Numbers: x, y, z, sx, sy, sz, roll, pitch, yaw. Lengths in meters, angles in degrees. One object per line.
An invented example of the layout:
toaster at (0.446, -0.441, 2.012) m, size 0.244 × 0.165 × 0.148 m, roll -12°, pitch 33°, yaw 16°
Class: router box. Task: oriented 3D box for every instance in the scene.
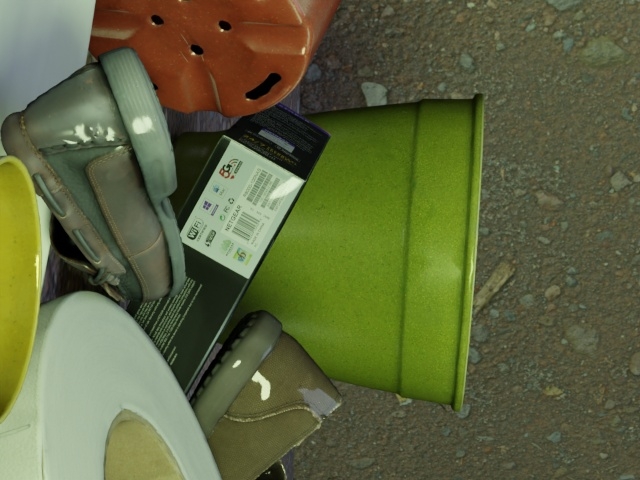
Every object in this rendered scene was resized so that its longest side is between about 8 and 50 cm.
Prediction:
router box at (-0.106, 0.034, 1.255) m, size 0.309 × 0.081 × 0.243 m, roll -60°, pitch -178°, yaw 14°

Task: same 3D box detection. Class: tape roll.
tape roll at (-0.136, 0.226, 0.980) m, size 0.392 × 0.072 × 0.392 m, roll -19°, pitch 90°, yaw -81°

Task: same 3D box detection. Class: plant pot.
plant pot at (-0.075, -0.264, 1.193) m, size 0.272 × 0.272 × 0.265 m, roll 88°, pitch 15°, yaw -51°
plant pot at (0.000, 0.000, 1.629) m, size 0.366 × 0.353 × 0.366 m, roll 5°, pitch 90°, yaw -86°
plant pot at (-0.202, 0.022, 0.693) m, size 0.134 × 0.095 × 0.134 m, roll 4°, pitch 90°, yaw -85°

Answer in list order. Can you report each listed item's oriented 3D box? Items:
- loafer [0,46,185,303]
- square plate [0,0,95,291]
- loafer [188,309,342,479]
loafer at (-0.149, -0.029, 0.931) m, size 0.302 × 0.095 × 0.109 m, roll 101°, pitch -33°, yaw -68°
square plate at (-0.200, -0.175, 0.853) m, size 0.347 × 0.049 × 0.344 m, roll 83°, pitch 13°, yaw -68°
loafer at (-0.101, 0.234, 1.279) m, size 0.366 × 0.130 × 0.134 m, roll -57°, pitch -178°, yaw 30°
